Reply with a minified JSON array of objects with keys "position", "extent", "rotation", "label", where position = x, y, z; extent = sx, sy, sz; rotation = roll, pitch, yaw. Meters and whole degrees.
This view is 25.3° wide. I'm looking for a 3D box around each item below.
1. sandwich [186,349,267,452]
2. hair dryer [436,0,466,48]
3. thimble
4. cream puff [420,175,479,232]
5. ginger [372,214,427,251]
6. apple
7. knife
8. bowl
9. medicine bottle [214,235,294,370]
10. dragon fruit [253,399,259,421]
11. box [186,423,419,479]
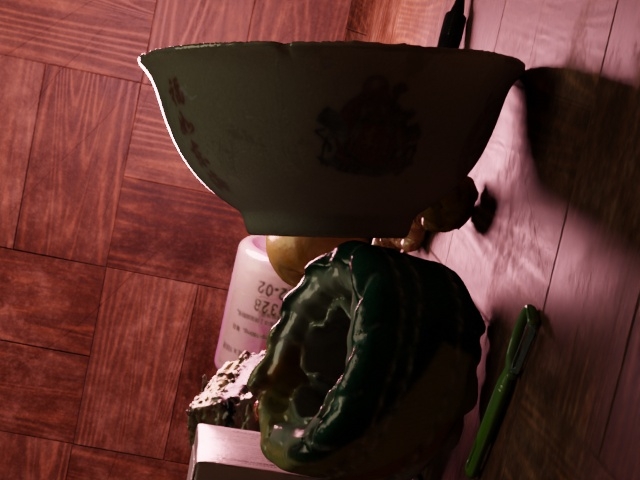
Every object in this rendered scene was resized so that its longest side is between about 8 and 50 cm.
[{"position":[-0.090,0.325,2.338],"extent":[0.325,0.131,0.262],"rotation":[43,-130,-52],"label":"sandwich"},{"position":[0.168,-0.236,1.970],"extent":[0.128,0.070,0.256],"rotation":[124,161,-74],"label":"hair dryer"},{"position":[0.046,0.143,1.581],"extent":[0.288,0.167,0.254],"rotation":[-40,39,49],"label":"thimble"},{"position":[0.154,-0.043,1.711],"extent":[0.083,0.058,0.083],"rotation":[-52,-29,13],"label":"cream puff"},{"position":[0.118,-0.043,2.064],"extent":[0.258,0.065,0.149],"rotation":[117,165,-77],"label":"ginger"},{"position":[0.000,0.000,2.540],"extent":[0.200,0.200,0.200],"rotation":[-169,90,-84],"label":"apple"},{"position":[0.174,0.147,1.394],"extent":[0.054,0.015,0.212],"rotation":[-87,10,-58],"label":"knife"},{"position":[0.010,-0.100,1.585],"extent":[0.435,0.434,0.196],"rotation":[178,94,-84],"label":"bowl"},{"position":[-0.092,0.198,2.821],"extent":[0.219,0.219,0.388],"rotation":[-102,25,-75],"label":"medicine bottle"},{"position":[0.017,0.225,1.911],"extent":[0.268,0.210,0.205],"rotation":[118,147,-51],"label":"dragon fruit"},{"position":[-0.025,0.311,1.721],"extent":[0.203,0.274,0.116],"rotation":[-132,51,-82],"label":"box"}]
